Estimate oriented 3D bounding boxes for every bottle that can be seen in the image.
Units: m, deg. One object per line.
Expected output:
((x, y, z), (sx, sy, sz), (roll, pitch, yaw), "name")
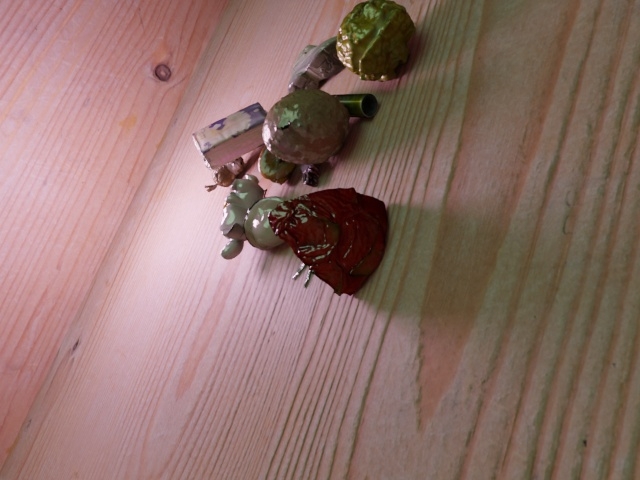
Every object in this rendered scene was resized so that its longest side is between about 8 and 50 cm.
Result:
((0.089, -0.489, 1.886), (0.286, 0.082, 0.082), (20, 81, 54), "bottle")

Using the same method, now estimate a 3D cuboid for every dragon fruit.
((0.000, 0.000, 1.486), (0.240, 0.330, 0.302), (136, 146, -56), "dragon fruit")

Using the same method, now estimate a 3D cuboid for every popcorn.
((0.192, -0.687, 1.777), (0.282, 0.247, 0.282), (-11, 71, 33), "popcorn")

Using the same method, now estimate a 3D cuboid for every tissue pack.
((-0.375, -0.458, 2.268), (0.344, 0.125, 0.242), (-27, 39, -6), "tissue pack")

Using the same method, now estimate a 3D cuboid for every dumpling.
((-0.174, -0.067, 1.824), (0.247, 0.172, 0.142), (-33, 12, 27), "dumpling")

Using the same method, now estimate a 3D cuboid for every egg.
((-0.049, -0.396, 1.808), (0.310, 0.279, 0.279), (-5, 56, 13), "egg")

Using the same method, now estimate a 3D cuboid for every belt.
((-0.050, -0.284, 1.927), (0.071, 0.053, 0.232), (-41, 39, 18), "belt")

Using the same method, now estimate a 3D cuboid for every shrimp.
((-0.158, -0.340, 1.961), (0.150, 0.068, 0.248), (2, 75, 8), "shrimp")

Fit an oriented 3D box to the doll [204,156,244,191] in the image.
((-0.429, -0.298, 2.341), (0.221, 0.105, 0.115), (-54, 20, 3), "doll")

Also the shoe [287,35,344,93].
((-0.012, -0.762, 2.166), (0.342, 0.132, 0.210), (-34, 44, 35), "shoe")

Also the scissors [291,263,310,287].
((-0.015, 0.031, 1.684), (0.144, 0.017, 0.247), (25, 86, 55), "scissors")

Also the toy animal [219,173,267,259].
((-0.296, -0.093, 1.956), (0.208, 0.154, 0.325), (103, 175, -45), "toy animal")

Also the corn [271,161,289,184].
((-0.135, -0.349, 2.044), (0.106, 0.106, 0.293), (-5, 65, 49), "corn")
